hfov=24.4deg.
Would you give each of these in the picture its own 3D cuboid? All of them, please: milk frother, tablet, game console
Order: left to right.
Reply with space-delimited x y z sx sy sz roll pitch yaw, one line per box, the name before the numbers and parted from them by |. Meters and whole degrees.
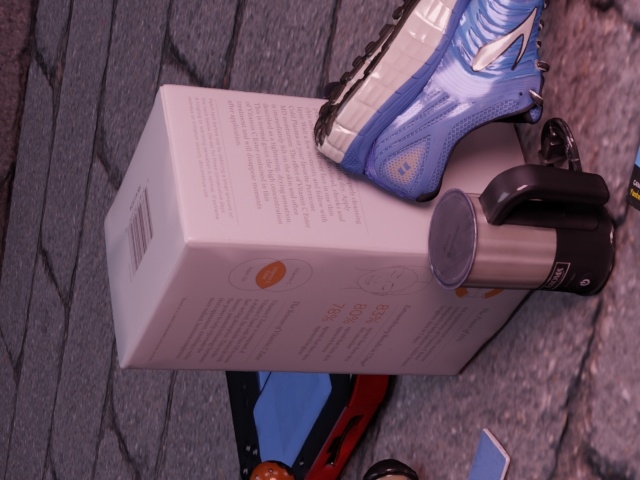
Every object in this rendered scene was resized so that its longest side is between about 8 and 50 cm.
game console | -0.032 0.139 1.776 0.386 0.060 0.342 116 147 -41
tablet | 0.155 0.225 1.393 0.054 0.006 0.083 -127 45 -56
milk frother | 0.163 -0.032 1.246 0.143 0.135 0.129 -120 41 -52

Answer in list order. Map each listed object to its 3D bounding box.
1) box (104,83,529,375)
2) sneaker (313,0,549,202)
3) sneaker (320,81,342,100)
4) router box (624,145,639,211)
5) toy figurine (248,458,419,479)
box | 0.000 0.000 1.353 0.215 0.345 0.168 123 144 -49
sneaker | 0.141 -0.174 1.268 0.330 0.147 0.130 -53 13 -1
sneaker | 0.035 -0.088 1.637 0.082 0.069 0.209 111 151 -43
router box | 0.296 -0.057 1.051 0.179 0.046 0.133 -136 54 -59
toy figurine | -0.005 0.320 1.501 0.148 0.210 0.213 -102 27 -43
